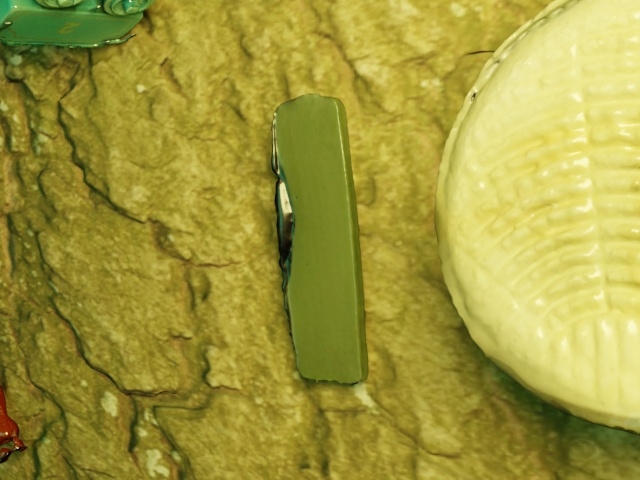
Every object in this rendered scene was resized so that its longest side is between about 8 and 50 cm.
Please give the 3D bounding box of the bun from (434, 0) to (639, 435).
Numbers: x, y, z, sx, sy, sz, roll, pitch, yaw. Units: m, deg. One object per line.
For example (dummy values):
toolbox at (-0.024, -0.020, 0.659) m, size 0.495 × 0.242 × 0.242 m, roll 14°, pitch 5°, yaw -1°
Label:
bun at (0.278, -0.027, 0.663) m, size 0.364 × 0.202 × 0.364 m, roll 4°, pitch 96°, yaw 39°

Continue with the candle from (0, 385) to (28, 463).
candle at (-0.551, 0.197, 1.348) m, size 0.048 × 0.051 × 0.329 m, roll -33°, pitch 74°, yaw -3°

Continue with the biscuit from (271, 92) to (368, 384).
biscuit at (0.000, 0.000, 0.953) m, size 0.099 × 0.038 × 0.322 m, roll -2°, pitch 96°, yaw 31°

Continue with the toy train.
toy train at (-0.293, -0.302, 1.004) m, size 0.163 × 0.203 × 0.112 m, roll -24°, pitch 79°, yaw 43°
